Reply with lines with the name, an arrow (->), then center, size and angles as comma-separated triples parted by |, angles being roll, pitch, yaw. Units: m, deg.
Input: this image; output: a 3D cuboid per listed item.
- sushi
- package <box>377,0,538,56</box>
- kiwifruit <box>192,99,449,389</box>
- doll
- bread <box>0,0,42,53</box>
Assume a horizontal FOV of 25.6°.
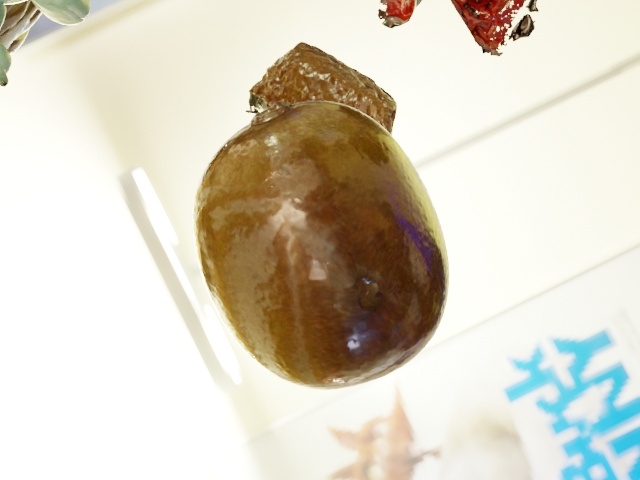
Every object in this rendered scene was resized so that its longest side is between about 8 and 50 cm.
sushi -> 0.023, -0.143, 1.761 | 0.287, 0.140, 0.149 | 39, -168, 36
package -> 0.150, -0.315, 1.312 | 0.071, 0.194, 0.269 | -119, 44, -67
kiwifruit -> 0.000, 0.000, 1.128 | 0.196, 0.196, 0.234 | -121, 13, -70
doll -> -0.273, -0.209, 1.215 | 0.159, 0.159, 0.059 | 16, 169, 22
bread -> -0.462, -0.288, 1.735 | 0.160, 0.333, 0.333 | 55, 176, 15
